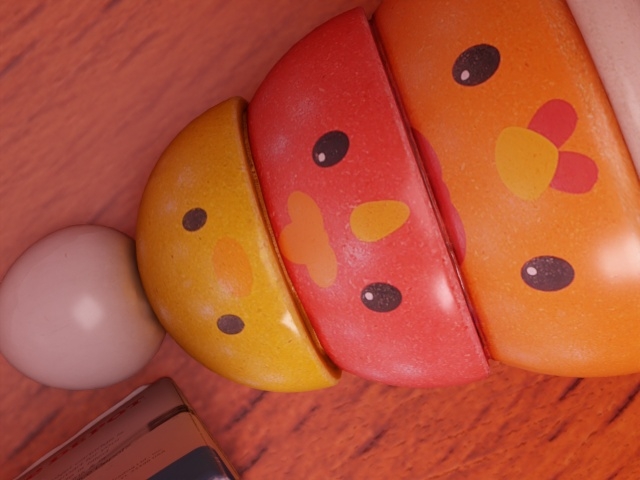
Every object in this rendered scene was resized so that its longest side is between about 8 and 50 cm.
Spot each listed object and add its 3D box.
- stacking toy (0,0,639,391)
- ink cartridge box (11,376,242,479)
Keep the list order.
[{"bbox_3d":[0.000,0.000,0.744,0.480,0.350,0.350,-22,96,6],"label":"stacking toy"},{"bbox_3d":[-0.139,0.220,0.678,0.223,0.307,0.129,-35,100,-9],"label":"ink cartridge box"}]
